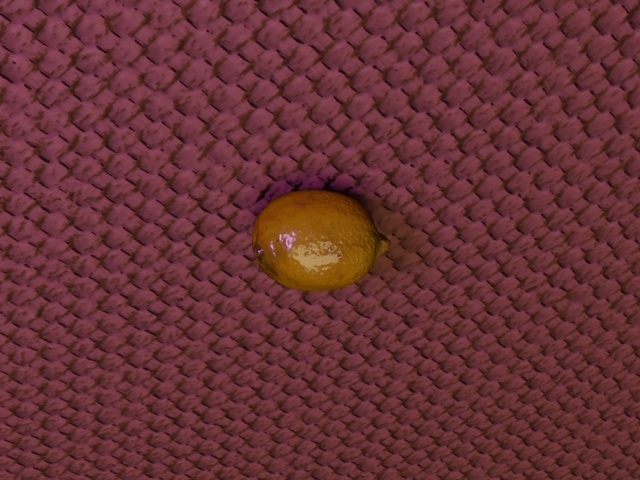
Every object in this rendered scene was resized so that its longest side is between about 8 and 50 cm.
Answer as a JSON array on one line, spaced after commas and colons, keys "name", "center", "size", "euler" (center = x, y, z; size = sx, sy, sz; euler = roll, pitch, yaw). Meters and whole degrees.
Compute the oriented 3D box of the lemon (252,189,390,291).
[{"name": "lemon", "center": [0.000, 0.000, 0.920], "size": [0.110, 0.082, 0.082], "euler": [0, 134, -13]}]
